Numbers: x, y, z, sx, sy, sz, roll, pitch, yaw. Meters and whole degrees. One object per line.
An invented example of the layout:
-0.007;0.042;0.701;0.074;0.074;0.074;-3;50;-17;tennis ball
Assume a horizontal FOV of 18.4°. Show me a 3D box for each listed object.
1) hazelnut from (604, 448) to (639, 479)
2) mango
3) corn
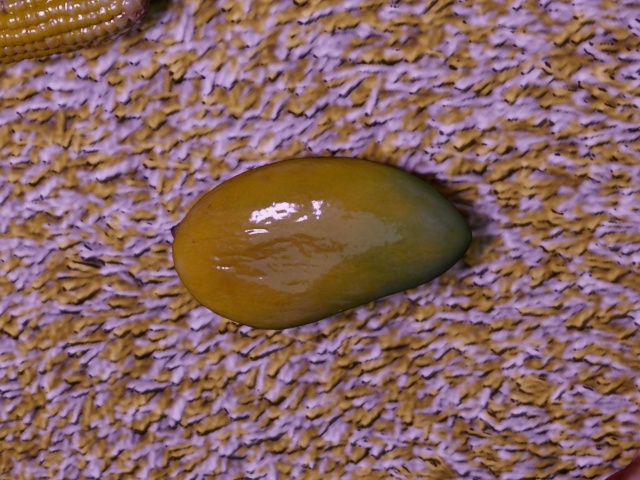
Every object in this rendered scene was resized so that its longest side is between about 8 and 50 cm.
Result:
0.317;0.270;1.629;0.261;0.241;0.261;-5;142;-4;hazelnut
-0.004;-0.005;1.601;0.237;0.091;0.137;-20;114;13;mango
-0.287;-0.177;1.559;0.320;0.097;0.097;-6;116;10;corn
